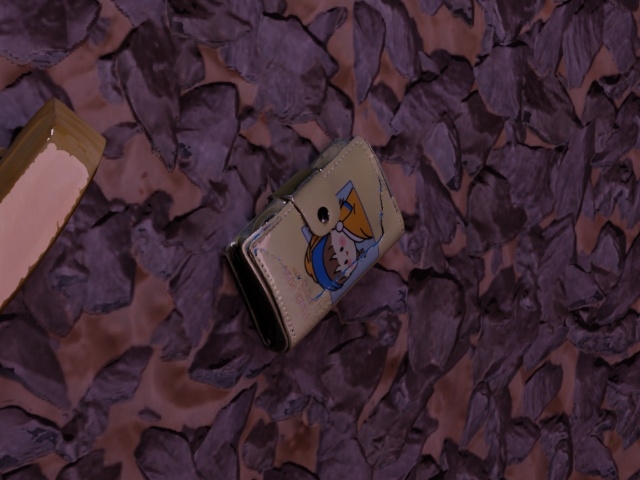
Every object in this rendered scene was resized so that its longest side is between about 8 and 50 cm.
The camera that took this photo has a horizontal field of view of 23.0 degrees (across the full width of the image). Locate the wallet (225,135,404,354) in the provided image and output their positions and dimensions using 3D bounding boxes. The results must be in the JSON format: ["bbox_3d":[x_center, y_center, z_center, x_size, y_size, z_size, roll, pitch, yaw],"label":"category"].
[{"bbox_3d":[0.000,0.000,1.216,0.155,0.039,0.110,-46,127,-34],"label":"wallet"}]

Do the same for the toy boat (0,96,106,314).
[{"bbox_3d":[-0.206,0.001,0.969,0.057,0.077,0.200,43,67,-27],"label":"toy boat"}]
